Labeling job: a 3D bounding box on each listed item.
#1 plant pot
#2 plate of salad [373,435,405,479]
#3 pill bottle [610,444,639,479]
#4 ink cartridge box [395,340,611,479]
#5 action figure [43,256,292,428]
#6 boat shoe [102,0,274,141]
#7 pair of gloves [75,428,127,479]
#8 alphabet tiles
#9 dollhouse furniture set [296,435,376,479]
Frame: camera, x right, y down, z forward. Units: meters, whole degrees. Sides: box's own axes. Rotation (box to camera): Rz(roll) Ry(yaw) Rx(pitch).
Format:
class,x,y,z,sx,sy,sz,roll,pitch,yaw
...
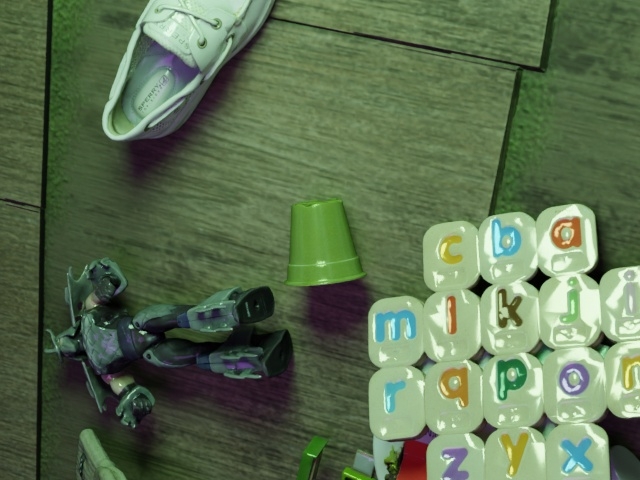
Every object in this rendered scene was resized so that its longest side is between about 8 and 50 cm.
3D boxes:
class,x,y,z,sx,sy,sz,roll,pitch,yaw
plant pot,0.000,0.000,1.408,0.083,0.083,0.079,-5,95,23
plate of salad,0.140,0.204,1.406,0.200,0.048,0.200,-4,81,24
pill bottle,0.248,0.266,1.402,0.152,0.086,0.086,-39,93,29
ink cartridge box,0.160,0.186,1.340,0.181,0.056,0.224,14,74,28
action figure,-0.178,0.101,1.500,0.285,0.099,0.185,-7,112,26
boat shoe,-0.125,-0.200,1.362,0.098,0.096,0.277,35,118,6
pair of gloves,-0.234,0.356,1.585,0.042,0.204,0.240,-2,111,-23
alphabet tiles,0.179,0.108,1.320,0.284,0.021,0.278,-9,69,22
dollhouse furniture set,0.051,0.261,1.482,0.152,0.076,0.058,22,117,13
